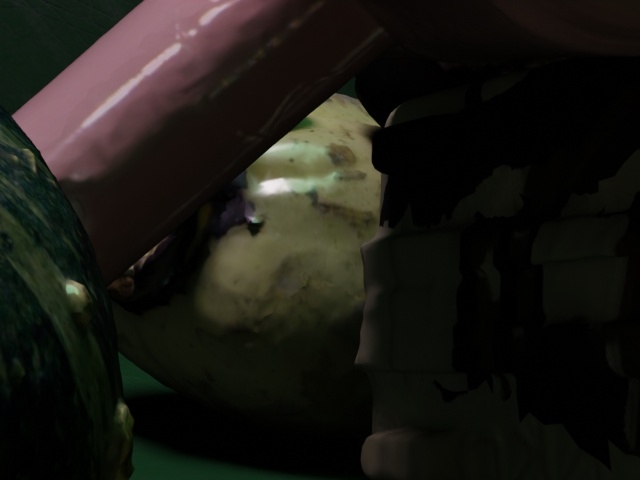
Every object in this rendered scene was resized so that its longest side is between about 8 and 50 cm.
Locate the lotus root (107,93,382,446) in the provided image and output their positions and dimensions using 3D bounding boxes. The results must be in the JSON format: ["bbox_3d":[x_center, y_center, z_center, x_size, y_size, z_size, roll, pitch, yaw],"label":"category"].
[{"bbox_3d":[0.030,0.013,0.814,0.309,0.173,0.173,7,5,-42],"label":"lotus root"}]

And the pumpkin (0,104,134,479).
[{"bbox_3d":[-0.133,0.020,0.355,0.190,0.146,0.190,32,19,-13],"label":"pumpkin"}]

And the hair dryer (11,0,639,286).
[{"bbox_3d":[-0.031,-0.036,0.506,0.125,0.352,0.210,49,-8,-15],"label":"hair dryer"}]

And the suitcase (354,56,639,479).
[{"bbox_3d":[0.215,0.034,0.574,0.339,0.194,0.351,3,-4,-28],"label":"suitcase"}]

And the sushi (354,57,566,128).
[{"bbox_3d":[0.125,-0.071,0.772,0.225,0.126,0.136,23,25,-37],"label":"sushi"}]
